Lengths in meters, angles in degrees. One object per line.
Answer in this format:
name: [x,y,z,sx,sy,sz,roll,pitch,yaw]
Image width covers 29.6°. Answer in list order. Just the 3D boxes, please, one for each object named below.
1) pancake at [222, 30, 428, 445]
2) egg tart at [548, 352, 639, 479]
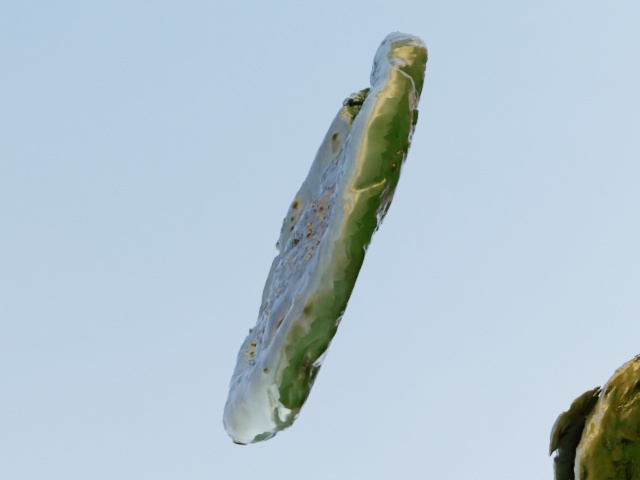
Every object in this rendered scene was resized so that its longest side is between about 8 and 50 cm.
pancake: [0.000,0.000,0.681,0.037,0.253,0.253,23,-106,-5]
egg tart: [0.348,0.245,1.230,0.297,0.132,0.297,-1,-88,-20]
